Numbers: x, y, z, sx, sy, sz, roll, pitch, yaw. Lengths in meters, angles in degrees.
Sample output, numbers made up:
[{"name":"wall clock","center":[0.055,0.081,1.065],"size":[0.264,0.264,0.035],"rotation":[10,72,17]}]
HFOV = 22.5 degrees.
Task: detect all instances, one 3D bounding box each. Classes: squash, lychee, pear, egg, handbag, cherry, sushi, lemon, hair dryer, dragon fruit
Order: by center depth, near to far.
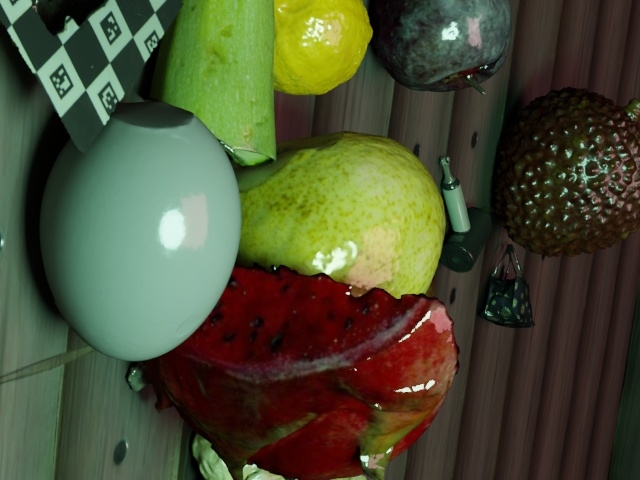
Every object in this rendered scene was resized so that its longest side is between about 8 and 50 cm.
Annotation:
[{"name":"sushi","center":[-0.215,-0.208,1.345],"size":[0.192,0.050,0.215],"rotation":[63,38,-33]},{"name":"egg","center":[-0.159,-0.004,1.416],"size":[0.176,0.176,0.232],"rotation":[-37,142,-57]},{"name":"squash","center":[-0.106,-0.219,1.550],"size":[0.137,0.137,0.287],"rotation":[9,81,-67]},{"name":"dragon fruit","center":[-0.038,0.151,1.551],"size":[0.100,0.344,0.282],"rotation":[-62,152,-47]},{"name":"pear","center":[0.000,0.000,1.668],"size":[0.271,0.271,0.271],"rotation":[12,90,-67]},{"name":"lemon","center":[-0.018,-0.220,1.688],"size":[0.187,0.142,0.142],"rotation":[43,61,-71]},{"name":"cherry","center":[0.153,-0.277,2.015],"size":[0.195,0.195,0.195],"rotation":[12,90,-67]},{"name":"hair dryer","center":[0.208,-0.054,2.415],"size":[0.100,0.057,0.197],"rotation":[-61,146,-39]},{"name":"lychee","center":[0.417,-0.107,2.591],"size":[0.304,0.276,0.276],"rotation":[-47,157,6]},{"name":"handbag","center":[0.317,0.075,2.718],"size":[0.115,0.072,0.139],"rotation":[25,65,-65]}]

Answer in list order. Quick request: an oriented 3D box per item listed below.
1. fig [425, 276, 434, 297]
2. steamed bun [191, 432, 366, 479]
[{"name":"fig","center":[0.033,0.044,1.898],"size":[0.205,0.205,0.205],"rotation":[12,90,-67]},{"name":"steamed bun","center":[-0.025,0.265,1.849],"size":[0.295,0.137,0.292],"rotation":[-9,104,-52]}]
